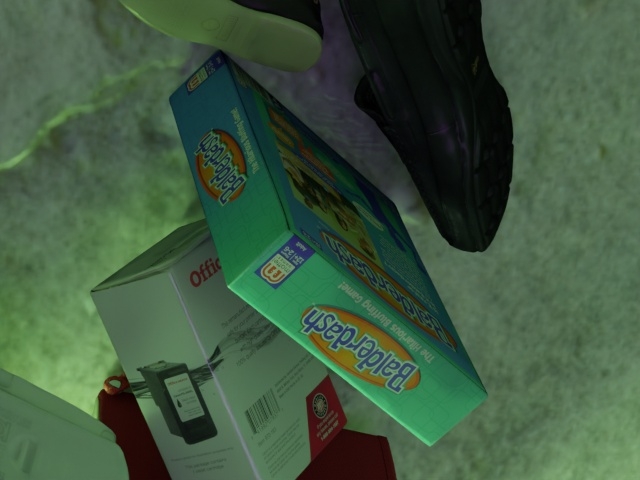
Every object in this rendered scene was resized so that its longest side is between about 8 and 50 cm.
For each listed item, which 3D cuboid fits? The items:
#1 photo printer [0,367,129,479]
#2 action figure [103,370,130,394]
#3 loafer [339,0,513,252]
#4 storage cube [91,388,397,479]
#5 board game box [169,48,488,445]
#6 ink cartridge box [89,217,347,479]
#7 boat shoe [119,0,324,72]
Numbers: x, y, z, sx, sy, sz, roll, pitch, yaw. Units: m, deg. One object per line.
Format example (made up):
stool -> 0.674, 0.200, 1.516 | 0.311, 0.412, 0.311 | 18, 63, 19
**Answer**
photo printer -> -0.290, 0.165, 1.125 | 0.256, 0.107, 0.307 | 29, 134, -20
action figure -> -0.079, 0.074, 1.224 | 0.115, 0.030, 0.038 | -17, 127, -1
loafer -> 0.060, -0.085, 1.144 | 0.078, 0.076, 0.223 | 4, 135, 25
storage cube -> -0.063, 0.227, 1.216 | 0.193, 0.215, 0.184 | 11, 118, -13
board game box -> 0.000, 0.000, 1.090 | 0.047, 0.210, 0.160 | -43, 120, 12
ink cartridge box -> -0.056, 0.068, 1.145 | 0.063, 0.109, 0.150 | -16, 103, 31
boat shoe -> -0.059, -0.136, 1.096 | 0.133, 0.042, 0.049 | 19, 139, -23
